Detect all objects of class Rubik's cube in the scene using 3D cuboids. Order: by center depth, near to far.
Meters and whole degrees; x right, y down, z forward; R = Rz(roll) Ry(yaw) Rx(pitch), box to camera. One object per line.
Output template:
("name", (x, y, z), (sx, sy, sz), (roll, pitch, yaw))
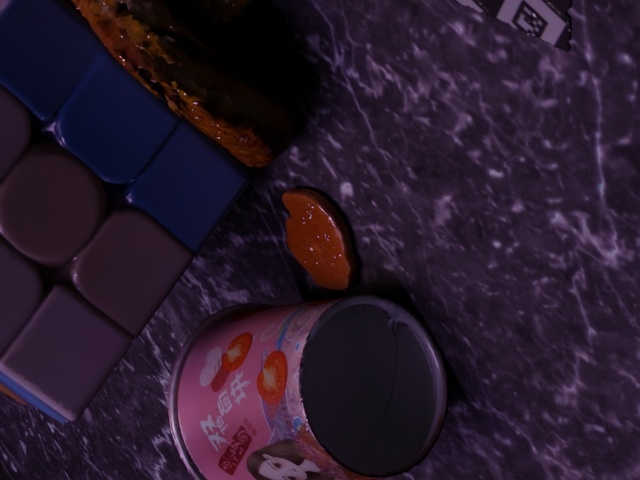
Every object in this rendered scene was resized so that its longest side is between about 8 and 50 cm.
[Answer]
("Rubik's cube", (-0.354, -0.052, 1.653), (0.344, 0.347, 0.346), (42, 165, -27))

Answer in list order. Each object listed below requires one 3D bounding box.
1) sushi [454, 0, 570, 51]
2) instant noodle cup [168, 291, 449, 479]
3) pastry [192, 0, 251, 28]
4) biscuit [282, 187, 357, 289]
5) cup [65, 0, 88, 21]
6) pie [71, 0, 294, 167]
("sushi", (0.071, -0.300, 1.161), (0.292, 0.059, 0.294), (30, 142, 37))
("instant noodle cup", (-0.008, 0.170, 1.611), (0.231, 0.243, 0.243), (-18, 105, 54))
("pastry", (-0.116, -0.277, 1.465), (0.140, 0.056, 0.080), (50, 121, 8))
("biscuit", (0.000, 0.000, 1.626), (0.102, 0.019, 0.130), (28, 142, 39))
("cup", (-0.306, -0.287, 1.748), (0.074, 0.102, 0.099), (2, 132, 8))
("pie", (-0.140, -0.185, 1.490), (0.308, 0.085, 0.308), (47, -175, -6))
